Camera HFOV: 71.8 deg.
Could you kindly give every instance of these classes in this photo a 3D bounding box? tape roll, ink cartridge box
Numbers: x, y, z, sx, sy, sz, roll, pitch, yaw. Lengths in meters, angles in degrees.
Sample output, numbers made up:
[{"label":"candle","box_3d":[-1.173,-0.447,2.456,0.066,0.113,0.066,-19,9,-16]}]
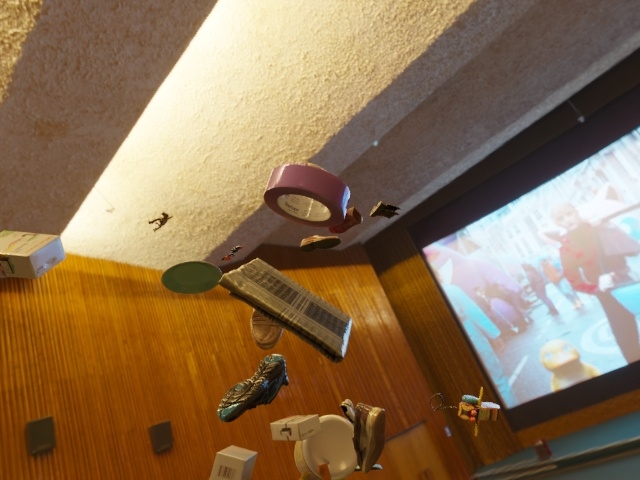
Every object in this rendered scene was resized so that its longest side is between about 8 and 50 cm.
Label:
[{"label":"tape roll","box_3d":[-0.044,-0.142,1.454,0.275,0.090,0.275,13,-20,5]},{"label":"ink cartridge box","box_3d":[-0.079,0.604,1.427,0.135,0.056,0.099,-21,-15,40]},{"label":"ink cartridge box","box_3d":[-1.289,0.058,1.894,0.278,0.201,0.117,5,-63,7]}]

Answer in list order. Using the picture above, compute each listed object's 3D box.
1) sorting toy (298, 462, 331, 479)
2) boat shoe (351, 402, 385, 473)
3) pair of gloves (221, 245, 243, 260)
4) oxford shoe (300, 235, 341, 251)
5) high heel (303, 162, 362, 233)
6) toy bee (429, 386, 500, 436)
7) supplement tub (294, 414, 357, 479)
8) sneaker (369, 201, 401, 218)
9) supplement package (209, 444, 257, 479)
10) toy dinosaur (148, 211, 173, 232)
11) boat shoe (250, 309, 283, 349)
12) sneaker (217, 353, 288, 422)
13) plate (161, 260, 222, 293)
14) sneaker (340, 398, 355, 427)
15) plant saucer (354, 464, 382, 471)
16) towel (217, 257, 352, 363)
[{"label":"sorting toy","box_3d":[-0.004,0.872,1.363,0.229,0.307,0.041,-6,-28,-22]},{"label":"boat shoe","box_3d":[0.146,0.625,1.411,0.103,0.092,0.285,-32,-47,-39]},{"label":"pair of gloves","box_3d":[-0.338,0.050,1.708,0.083,0.010,0.074,-44,-12,18]},{"label":"oxford shoe","box_3d":[0.000,0.000,2.274,0.212,0.076,0.076,-7,-46,10]},{"label":"high heel","box_3d":[0.007,-0.169,1.936,0.181,0.377,0.127,-23,28,38]},{"label":"toy bee","box_3d":[0.646,0.738,1.878,0.298,0.195,0.162,-12,0,-10]},{"label":"supplement tub","box_3d":[0.020,0.864,1.814,0.235,0.235,0.325,-15,-27,-21]},{"label":"sneaker","box_3d":[0.275,-0.119,1.890,0.051,0.089,0.170,-64,5,-17]},{"label":"supplement package","box_3d":[-0.295,0.780,1.516,0.105,0.105,0.179,10,-16,9]},{"label":"toy dinosaur","box_3d":[-0.608,-0.074,1.701,0.092,0.053,0.183,-29,8,-13]},{"label":"boat shoe","box_3d":[-0.193,0.287,1.624,0.121,0.341,0.110,3,-60,-6]},{"label":"sneaker","box_3d":[-0.230,0.569,1.636,0.125,0.140,0.341,-1,22,40]},{"label":"plate","box_3d":[-0.409,0.113,1.413,0.188,0.024,0.188,-9,-36,-7]},{"label":"sneaker","box_3d":[0.102,0.602,1.514,0.040,0.109,0.044,-42,-22,30]},{"label":"plant saucer","box_3d":[0.189,1.053,2.047,0.192,0.018,0.067,-25,-43,31]},{"label":"towel","box_3d":[-0.073,0.160,1.066,0.056,0.324,0.312,-57,-4,8]}]
